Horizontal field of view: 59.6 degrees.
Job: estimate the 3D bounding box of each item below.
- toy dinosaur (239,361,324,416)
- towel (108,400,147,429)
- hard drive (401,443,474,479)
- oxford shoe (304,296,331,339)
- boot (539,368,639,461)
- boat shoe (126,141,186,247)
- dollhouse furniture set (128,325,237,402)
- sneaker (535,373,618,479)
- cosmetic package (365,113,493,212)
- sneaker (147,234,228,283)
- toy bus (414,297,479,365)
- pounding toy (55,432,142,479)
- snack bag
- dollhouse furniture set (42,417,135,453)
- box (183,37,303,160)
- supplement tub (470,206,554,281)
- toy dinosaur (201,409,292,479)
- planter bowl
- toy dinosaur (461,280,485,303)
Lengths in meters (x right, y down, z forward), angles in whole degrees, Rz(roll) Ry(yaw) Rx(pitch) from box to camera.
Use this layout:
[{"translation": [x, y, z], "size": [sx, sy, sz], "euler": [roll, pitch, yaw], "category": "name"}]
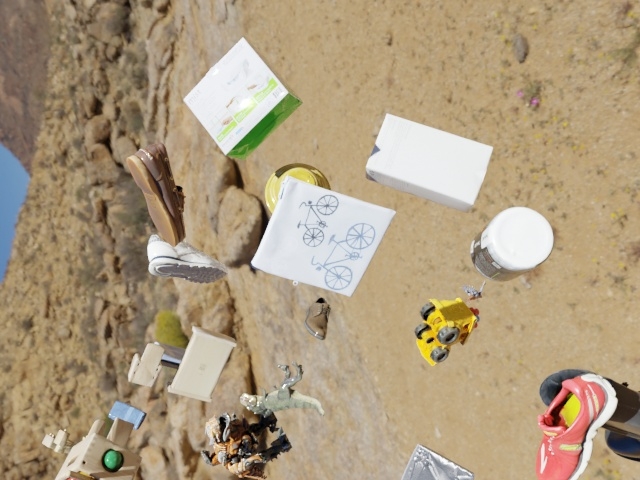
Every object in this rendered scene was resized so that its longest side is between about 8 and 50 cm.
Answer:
[{"translation": [-0.078, 0.351, 1.321], "size": [0.268, 0.064, 0.118], "euler": [-12, 61, 41], "category": "toy dinosaur"}, {"translation": [-0.676, 0.613, 1.958], "size": [0.119, 0.067, 0.029], "euler": [21, 151, 10], "category": "towel"}, {"translation": [0.275, 0.659, 1.396], "size": [0.172, 0.054, 0.255], "euler": [20, 92, 32], "category": "hard drive"}, {"translation": [-0.005, 0.270, 1.988], "size": [0.096, 0.082, 0.227], "euler": [-59, 17, 19], "category": "oxford shoe"}, {"translation": [0.734, 0.449, 1.407], "size": [0.367, 0.445, 0.146], "euler": [141, 143, -59], "category": "boot"}, {"translation": [-0.283, -0.081, 1.032], "size": [0.073, 0.073, 0.207], "euler": [26, 142, 33], "category": "boat shoe"}, {"translation": [-0.440, 0.326, 1.763], "size": [0.198, 0.286, 0.303], "euler": [-66, 25, 2], "category": "dollhouse furniture set"}, {"translation": [0.487, 0.386, 1.141], "size": [0.107, 0.118, 0.279], "euler": [-128, 47, -59], "category": "sneaker"}, {"translation": [0.370, -0.263, 1.925], "size": [0.384, 0.217, 0.156], "euler": [22, 173, 8], "category": "cosmetic package"}, {"translation": [-0.339, 0.049, 1.459], "size": [0.090, 0.235, 0.095], "euler": [-37, 54, 28], "category": "sneaker"}, {"translation": [0.457, 0.309, 1.953], "size": [0.149, 0.211, 0.220], "euler": [-123, 35, -47], "category": "toy bus"}, {"translation": [-0.431, 0.442, 1.068], "size": [0.141, 0.130, 0.100], "euler": [-36, 26, 36], "category": "pounding toy"}, {"translation": [0.000, 0.000, 1.595], "size": [0.037, 0.342, 0.323], "euler": [-100, 31, -57], "category": "snack bag"}, {"translation": [-0.605, 0.504, 1.458], "size": [0.151, 0.123, 0.144], "euler": [-3, 148, 46], "category": "dollhouse furniture set"}, {"translation": [-0.232, -0.415, 1.659], "size": [0.231, 0.262, 0.126], "euler": [51, -166, 13], "category": "box"}, {"translation": [0.631, 0.025, 1.892], "size": [0.338, 0.207, 0.207], "euler": [86, 161, -77], "category": "supplement tub"}, {"translation": [-0.207, 0.558, 1.533], "size": [0.164, 0.218, 0.322], "euler": [54, 164, 28], "category": "toy dinosaur"}, {"translation": [-0.069, -0.162, 1.778], "size": [0.090, 0.217, 0.217], "euler": [103, 144, -75], "category": "planter bowl"}, {"translation": [0.400, 0.143, 1.467], "size": [0.047, 0.090, 0.082], "euler": [-1, 147, 42], "category": "toy dinosaur"}]
